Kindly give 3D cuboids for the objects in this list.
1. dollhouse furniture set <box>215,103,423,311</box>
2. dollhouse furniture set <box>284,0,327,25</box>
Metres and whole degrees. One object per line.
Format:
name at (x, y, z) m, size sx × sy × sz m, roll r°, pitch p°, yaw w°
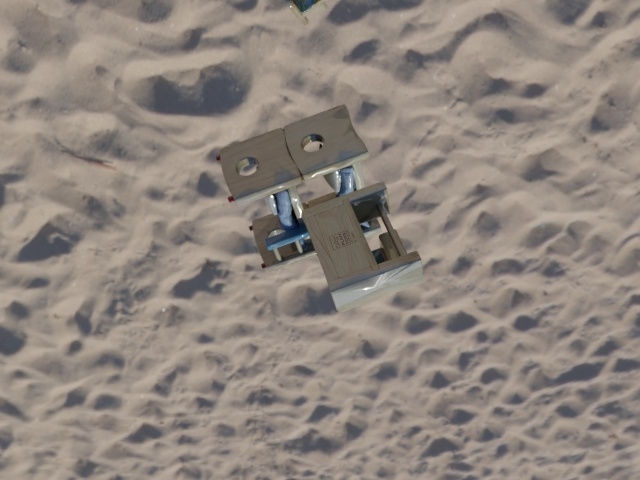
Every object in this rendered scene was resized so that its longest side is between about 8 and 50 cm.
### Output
dollhouse furniture set at (0.000, 0.000, 0.581) m, size 0.129 × 0.183 × 0.129 m, roll -20°, pitch 145°, yaw -2°
dollhouse furniture set at (-0.019, -0.503, 0.966) m, size 0.212 × 0.242 × 0.161 m, roll -34°, pitch 170°, yaw 13°
